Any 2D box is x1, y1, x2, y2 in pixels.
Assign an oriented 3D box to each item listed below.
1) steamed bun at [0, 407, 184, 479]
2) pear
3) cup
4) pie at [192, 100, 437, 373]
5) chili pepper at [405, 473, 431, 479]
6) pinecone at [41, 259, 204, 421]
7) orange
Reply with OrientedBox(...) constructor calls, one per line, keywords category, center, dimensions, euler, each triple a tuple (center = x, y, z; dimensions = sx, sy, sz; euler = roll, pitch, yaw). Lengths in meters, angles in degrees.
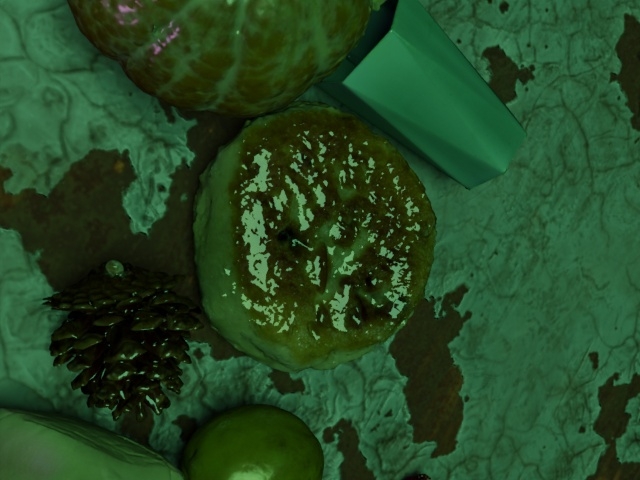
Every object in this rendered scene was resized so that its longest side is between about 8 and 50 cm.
OrientedBox(category="steamed bun", center=(-0.256, 0.267, 0.873), dimensions=(0.238, 0.152, 0.170), euler=(22, 73, -14))
OrientedBox(category="pear", center=(-0.078, 0.257, 0.963), dimensions=(0.162, 0.148, 0.149), euler=(-11, 99, -32))
OrientedBox(category="cup", center=(0.122, -0.162, 1.004), dimensions=(0.235, 0.134, 0.148), euler=(38, 114, -26))
OrientedBox(category="pie", center=(0.000, 0.000, 0.995), dimensions=(0.315, 0.092, 0.315), euler=(-2, 94, -21))
OrientedBox(category="chili pepper", center=(0.057, 0.470, 1.056), dimensions=(0.110, 0.110, 0.388), euler=(32, 79, -20))
OrientedBox(category="pinecone", center=(-0.198, 0.103, 0.895), dimensions=(0.173, 0.173, 0.174), euler=(-2, 96, -20))
OrientedBox(category="orange", center=(-0.091, -0.287, 0.849), dimensions=(0.329, 0.249, 0.330), euler=(0, 90, -27))
